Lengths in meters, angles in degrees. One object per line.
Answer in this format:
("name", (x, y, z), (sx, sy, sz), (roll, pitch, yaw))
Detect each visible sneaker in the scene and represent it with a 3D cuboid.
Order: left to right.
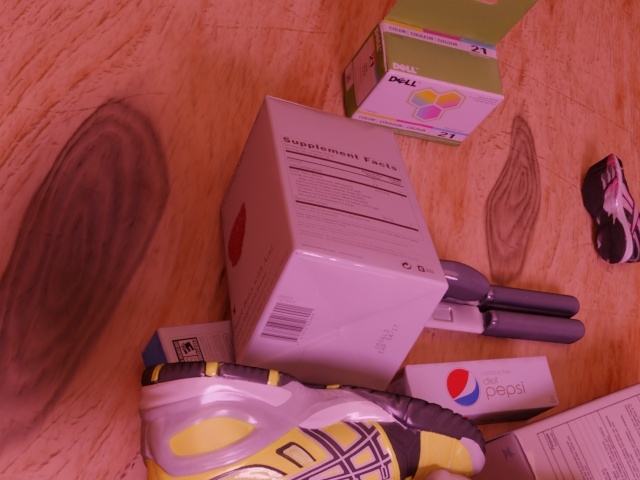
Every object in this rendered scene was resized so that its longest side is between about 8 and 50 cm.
("sneaker", (-0.004, 0.215, 0.939), (0.384, 0.145, 0.147), (13, 74, -27))
("sneaker", (0.457, -0.043, 1.455), (0.077, 0.072, 0.178), (13, 67, -34))

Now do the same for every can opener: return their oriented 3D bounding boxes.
("can opener", (0.240, 0.089, 1.262), (0.280, 0.093, 0.074), (11, 60, -26))

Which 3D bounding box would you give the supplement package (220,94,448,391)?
("supplement package", (0.000, 0.000, 1.073), (0.175, 0.178, 0.293), (13, 35, -19))

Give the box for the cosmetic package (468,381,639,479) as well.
("cosmetic package", (0.343, 0.279, 1.185), (0.296, 0.129, 0.153), (-10, 72, -31))

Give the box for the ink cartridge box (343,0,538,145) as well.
("ink cartridge box", (0.168, -0.248, 1.293), (0.188, 0.255, 0.097), (9, 62, -22))

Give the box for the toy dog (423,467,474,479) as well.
("toy dog", (0.222, 0.480, 0.880), (0.284, 0.395, 0.408), (12, 101, -33))

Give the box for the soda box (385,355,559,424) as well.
("soda box", (0.187, 0.192, 1.186), (0.216, 0.074, 0.069), (-1, 65, -26))

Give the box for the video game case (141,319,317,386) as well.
("video game case", (-0.040, 0.212, 1.033), (0.244, 0.061, 0.270), (-3, 58, -36))
